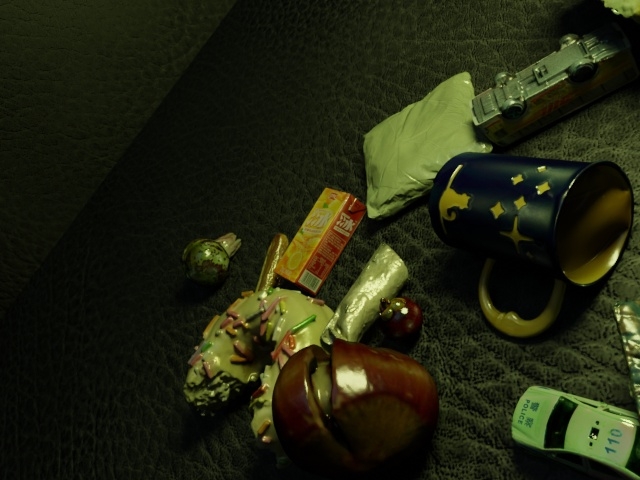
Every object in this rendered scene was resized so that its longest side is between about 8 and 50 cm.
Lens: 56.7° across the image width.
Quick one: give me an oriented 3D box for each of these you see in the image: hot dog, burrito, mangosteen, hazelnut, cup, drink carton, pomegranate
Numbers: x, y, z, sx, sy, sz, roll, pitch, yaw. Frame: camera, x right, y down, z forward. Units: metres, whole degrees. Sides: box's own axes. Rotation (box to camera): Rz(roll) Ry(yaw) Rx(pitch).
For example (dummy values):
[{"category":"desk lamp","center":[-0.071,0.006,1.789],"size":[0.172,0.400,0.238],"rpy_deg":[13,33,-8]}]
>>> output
[{"category":"hot dog","center":[-0.115,0.086,1.360],"size":[0.066,0.047,0.216],"rpy_deg":[-24,44,54]},{"category":"burrito","center":[0.084,0.107,1.070],"size":[0.087,0.060,0.226],"rpy_deg":[31,64,19]},{"category":"mangosteen","center":[0.135,0.135,1.020],"size":[0.081,0.081,0.081],"rpy_deg":[-28,43,30]},{"category":"hazelnut","center":[0.054,0.251,0.910],"size":[0.251,0.217,0.217],"rpy_deg":[-10,48,6]},{"category":"cup","center":[0.282,-0.009,0.895],"size":[0.256,0.178,0.255],"rpy_deg":[18,74,54]},{"category":"drink carton","center":[0.000,0.000,1.282],"size":[0.096,0.071,0.223],"rpy_deg":[23,80,54]},{"category":"pomegranate","center":[-0.284,0.037,1.519],"size":[0.138,0.125,0.163],"rpy_deg":[-5,56,60]}]

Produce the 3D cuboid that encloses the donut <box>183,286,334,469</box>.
[{"category":"donut","center":[-0.101,0.232,1.138],"size":[0.371,0.150,0.307],"rpy_deg":[11,66,49]}]

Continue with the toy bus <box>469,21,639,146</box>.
[{"category":"toy bus","center":[0.399,-0.264,1.030],"size":[0.268,0.106,0.092],"rpy_deg":[-27,44,28]}]

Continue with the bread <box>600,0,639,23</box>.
[{"category":"bread","center":[0.537,-0.454,0.901],"size":[0.239,0.263,0.395],"rpy_deg":[-50,51,37]}]

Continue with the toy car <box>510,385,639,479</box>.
[{"category":"toy car","center":[0.330,0.240,0.724],"size":[0.224,0.076,0.090],"rpy_deg":[8,69,50]}]

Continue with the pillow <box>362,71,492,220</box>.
[{"category":"pillow","center":[0.200,-0.203,1.222],"size":[0.280,0.076,0.274],"rpy_deg":[-30,41,28]}]

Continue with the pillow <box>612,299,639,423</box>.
[{"category":"pillow","center":[0.435,0.172,0.639],"size":[0.188,0.034,0.256],"rpy_deg":[-4,54,14]}]
